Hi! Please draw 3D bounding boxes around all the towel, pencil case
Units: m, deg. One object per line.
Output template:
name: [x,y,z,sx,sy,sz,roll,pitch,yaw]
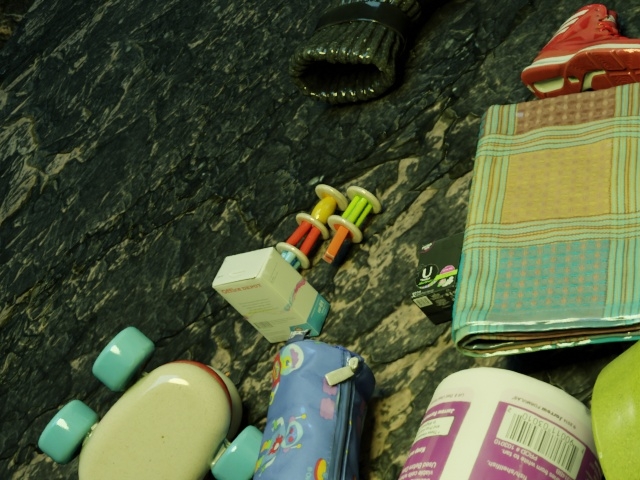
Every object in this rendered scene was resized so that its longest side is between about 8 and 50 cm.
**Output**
towel: [0.281,-0.037,1.421,0.271,0.040,0.370,-8,43,20]
pencil case: [-0.011,0.242,1.418,0.133,0.119,0.306,-48,23,43]

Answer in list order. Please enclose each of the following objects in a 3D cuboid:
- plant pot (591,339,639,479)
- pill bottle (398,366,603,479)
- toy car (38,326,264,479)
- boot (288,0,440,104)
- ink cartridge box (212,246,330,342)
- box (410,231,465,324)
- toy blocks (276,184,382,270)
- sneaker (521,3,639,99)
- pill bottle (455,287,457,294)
plant pot: [0.395,0.104,0.935,0.353,0.366,0.366,-40,29,31]
pill bottle: [0.130,0.276,1.166,0.169,0.169,0.302,-8,46,45]
toy car: [-0.170,0.227,1.608,0.210,0.219,0.238,-53,-7,9]
boot: [0.121,-0.346,1.953,0.348,0.131,0.260,-29,26,44]
ink cartridge box: [-0.061,0.069,1.684,0.088,0.122,0.052,-12,44,41]
box: [0.146,0.043,1.539,0.062,0.052,0.083,-18,39,35]
toy blocks: [0.000,0.000,1.762,0.123,0.054,0.148,6,57,53]
sneaker: [0.346,-0.241,1.614,0.221,0.087,0.128,2,55,49]
pill bottle: [0.201,0.026,1.483,0.065,0.065,0.116,1,52,50]
